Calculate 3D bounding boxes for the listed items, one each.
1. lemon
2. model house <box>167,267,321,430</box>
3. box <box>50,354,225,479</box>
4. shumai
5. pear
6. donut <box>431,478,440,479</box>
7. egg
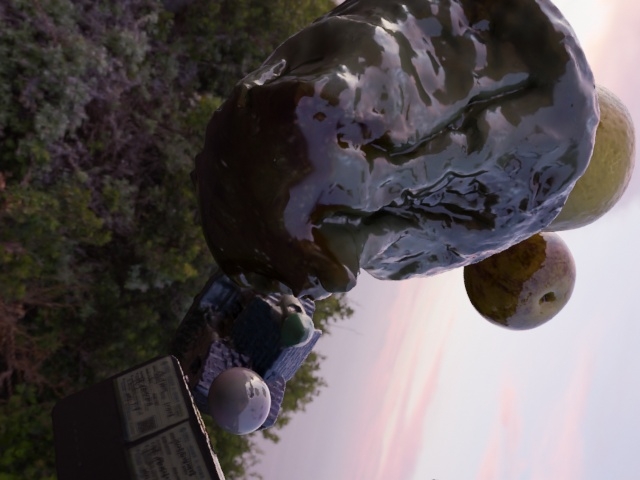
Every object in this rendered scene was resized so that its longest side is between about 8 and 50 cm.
[{"bbox_3d":[0.420,-0.151,1.228,0.293,0.293,0.293,13,90,-85],"label":"lemon"},{"bbox_3d":[-0.146,0.229,1.415,0.298,0.243,0.284,-55,-156,7],"label":"model house"},{"bbox_3d":[-0.258,0.308,0.963,0.350,0.211,0.058,-130,-159,-56],"label":"box"},{"bbox_3d":[0.043,-0.082,0.682,0.397,0.324,0.323,-30,180,42],"label":"shumai"},{"bbox_3d":[0.473,0.080,1.665,0.281,0.281,0.280,13,90,-85],"label":"pear"},{"bbox_3d":[0.211,0.494,1.233,0.108,0.065,0.166,-77,148,-56],"label":"donut"},{"bbox_3d":[-0.136,0.265,1.146,0.135,0.103,0.103,-137,-123,-69],"label":"egg"}]
